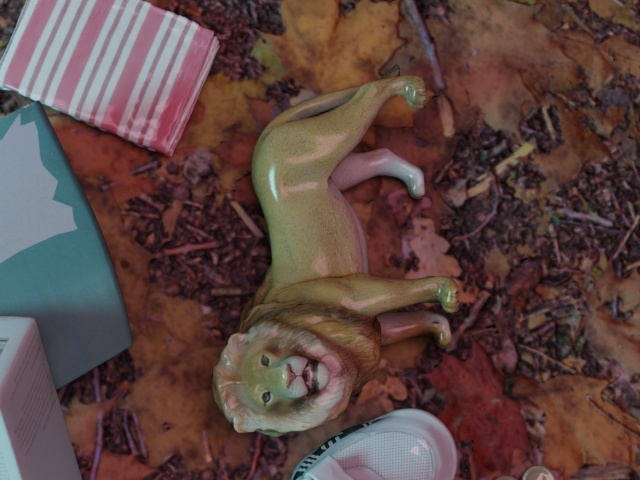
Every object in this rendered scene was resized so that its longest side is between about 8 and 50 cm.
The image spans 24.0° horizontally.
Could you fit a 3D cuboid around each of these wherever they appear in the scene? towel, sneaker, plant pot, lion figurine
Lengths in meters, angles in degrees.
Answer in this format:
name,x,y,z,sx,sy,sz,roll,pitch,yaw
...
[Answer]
name,x,y,z,sx,sy,sz,roll,pitch,yaw
towel,-0.215,-0.181,1.517,0.197,0.029,0.144,22,72,-4
sneaker,-0.002,0.277,1.342,0.366,0.210,0.137,-37,86,-17
plant pot,-0.280,0.024,1.382,0.166,0.165,0.234,-31,93,-18
lion figurine,0.000,0.000,1.476,0.240,0.142,0.392,-5,63,-6

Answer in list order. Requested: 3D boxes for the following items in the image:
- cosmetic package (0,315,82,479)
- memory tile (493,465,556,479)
name,x,y,z,sx,sy,sz,roll,pitch,yaw
cosmetic package,-0.270,0.189,1.287,0.085,0.231,0.117,-1,32,9
memory tile,0.176,0.292,1.486,0.148,0.012,0.113,-12,79,-16
